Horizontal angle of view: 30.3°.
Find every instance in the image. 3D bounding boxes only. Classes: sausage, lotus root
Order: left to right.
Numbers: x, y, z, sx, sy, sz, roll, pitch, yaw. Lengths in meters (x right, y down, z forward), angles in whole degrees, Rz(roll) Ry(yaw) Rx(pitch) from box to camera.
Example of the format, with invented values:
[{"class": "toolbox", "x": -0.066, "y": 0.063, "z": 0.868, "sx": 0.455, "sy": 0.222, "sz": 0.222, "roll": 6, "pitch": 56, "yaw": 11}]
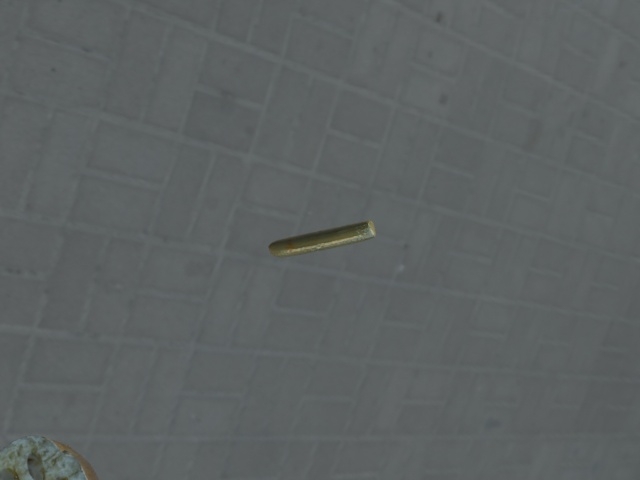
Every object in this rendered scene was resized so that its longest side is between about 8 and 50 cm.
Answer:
[{"class": "lotus root", "x": -0.265, "y": 0.244, "z": 1.110, "sx": 0.122, "sy": 0.112, "sz": 0.081, "roll": -47, "pitch": 178, "yaw": -1}, {"class": "sausage", "x": 0.000, "y": 0.000, "z": 1.360, "sx": 0.024, "sy": 0.132, "sz": 0.024, "roll": -13, "pitch": 90, "yaw": -68}]
